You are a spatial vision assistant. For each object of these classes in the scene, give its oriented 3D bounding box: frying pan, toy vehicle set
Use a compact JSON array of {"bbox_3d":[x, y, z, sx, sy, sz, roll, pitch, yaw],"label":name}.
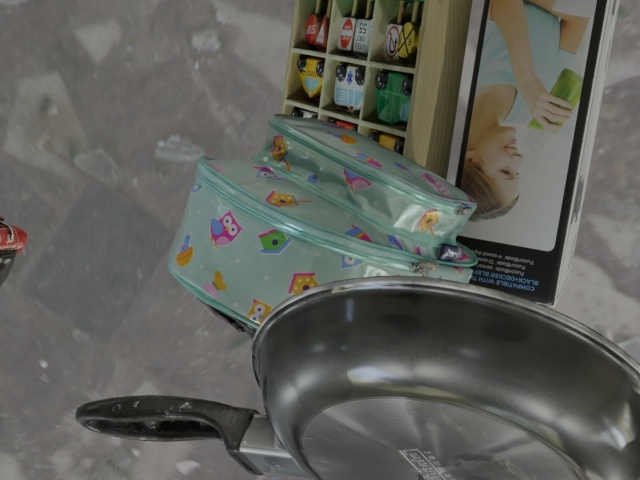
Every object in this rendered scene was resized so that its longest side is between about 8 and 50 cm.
[{"bbox_3d":[-0.002,0.078,0.597,0.326,0.197,0.053,6,53,16],"label":"frying pan"},{"bbox_3d":[0.034,-0.127,1.016,0.035,0.267,0.166,3,100,-23],"label":"toy vehicle set"}]

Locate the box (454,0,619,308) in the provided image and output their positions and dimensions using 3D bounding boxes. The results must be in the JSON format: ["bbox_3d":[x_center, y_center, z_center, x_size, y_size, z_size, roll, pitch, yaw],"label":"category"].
[{"bbox_3d":[0.162,-0.108,0.942,0.087,0.169,0.290,11,98,13],"label":"box"}]

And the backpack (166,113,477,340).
[{"bbox_3d":[0.000,0.000,0.822,0.166,0.188,0.144,31,110,30],"label":"backpack"}]

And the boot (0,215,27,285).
[{"bbox_3d":[-0.360,-0.031,1.241,0.176,0.244,0.088,-19,53,-42],"label":"boot"}]
